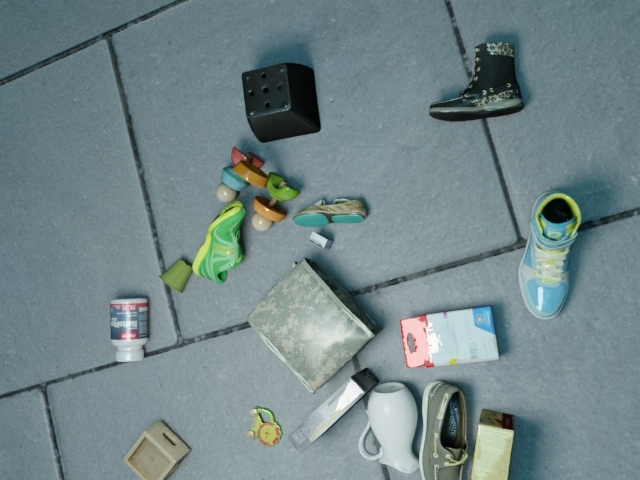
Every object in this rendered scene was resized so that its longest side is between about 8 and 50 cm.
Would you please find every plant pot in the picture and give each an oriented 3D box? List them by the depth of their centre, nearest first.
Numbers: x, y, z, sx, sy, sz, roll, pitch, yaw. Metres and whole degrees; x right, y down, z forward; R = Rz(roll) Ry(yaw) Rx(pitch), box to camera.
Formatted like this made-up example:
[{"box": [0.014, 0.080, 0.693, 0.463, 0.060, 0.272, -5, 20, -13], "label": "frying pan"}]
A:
[{"box": [-0.119, -0.387, 1.745, 0.188, 0.167, 0.188, -8, 86, 15], "label": "plant pot"}, {"box": [-0.412, 0.097, 1.858, 0.083, 0.083, 0.079, 35, 86, 15], "label": "plant pot"}]

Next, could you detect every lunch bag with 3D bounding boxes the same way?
[{"box": [-0.024, 0.215, 1.687, 0.235, 0.169, 0.287, -46, 81, 10], "label": "lunch bag"}]

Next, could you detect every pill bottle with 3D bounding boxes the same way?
[{"box": [-0.559, 0.259, 1.873, 0.108, 0.108, 0.180, -3, 87, 16], "label": "pill bottle"}]

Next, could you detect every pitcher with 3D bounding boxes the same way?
[{"box": [0.167, 0.478, 1.650, 0.177, 0.125, 0.207, -4, 97, 31], "label": "pitcher"}]

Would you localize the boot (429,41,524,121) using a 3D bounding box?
[{"box": [0.393, -0.404, 1.639, 0.236, 0.085, 0.179, -4, 84, 10], "label": "boot"}]

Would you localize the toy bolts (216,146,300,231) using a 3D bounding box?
[{"box": [-0.210, -0.140, 1.755, 0.228, 0.218, 0.158, 42, 105, 32], "label": "toy bolts"}]

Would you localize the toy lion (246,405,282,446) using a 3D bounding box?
[{"box": [-0.153, 0.520, 1.782, 0.096, 0.034, 0.100, 7, 89, 10], "label": "toy lion"}]

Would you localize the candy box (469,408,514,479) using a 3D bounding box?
[{"box": [0.403, 0.584, 1.533, 0.087, 0.183, 0.317, 7, 89, 18], "label": "candy box"}]

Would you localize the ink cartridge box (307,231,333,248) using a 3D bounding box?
[{"box": [0.000, 0.000, 1.733, 0.048, 0.083, 0.028, 29, 96, 15], "label": "ink cartridge box"}]

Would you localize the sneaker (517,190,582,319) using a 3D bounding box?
[{"box": [0.538, 0.032, 1.509, 0.127, 0.208, 0.319, 3, 89, 15], "label": "sneaker"}]

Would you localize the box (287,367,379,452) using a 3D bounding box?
[{"box": [0.038, 0.433, 1.649, 0.231, 0.183, 0.056, -45, 77, 9], "label": "box"}]

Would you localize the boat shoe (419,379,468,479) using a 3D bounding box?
[{"box": [0.314, 0.508, 1.593, 0.109, 0.091, 0.305, 1, 85, -26], "label": "boat shoe"}]

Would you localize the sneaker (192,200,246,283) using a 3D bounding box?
[{"box": [-0.256, 0.006, 1.769, 0.123, 0.109, 0.295, 32, 131, 0], "label": "sneaker"}]

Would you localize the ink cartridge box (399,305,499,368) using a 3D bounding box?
[{"box": [0.328, 0.246, 1.627, 0.231, 0.078, 0.134, -9, 84, 16], "label": "ink cartridge box"}]

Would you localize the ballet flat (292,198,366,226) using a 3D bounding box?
[{"box": [0.026, -0.079, 1.748, 0.206, 0.073, 0.067, -1, 60, 14], "label": "ballet flat"}]

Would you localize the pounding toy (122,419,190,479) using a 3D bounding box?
[{"box": [-0.469, 0.659, 1.839, 0.181, 0.094, 0.206, 40, 108, 9], "label": "pounding toy"}]
